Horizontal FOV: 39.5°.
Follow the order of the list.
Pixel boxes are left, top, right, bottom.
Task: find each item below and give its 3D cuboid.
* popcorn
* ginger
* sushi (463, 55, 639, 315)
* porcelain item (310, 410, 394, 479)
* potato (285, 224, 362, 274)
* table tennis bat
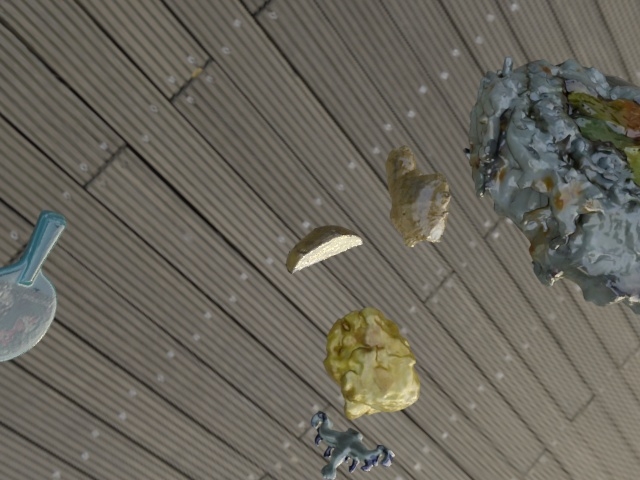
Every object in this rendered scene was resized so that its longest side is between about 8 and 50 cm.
[{"bbox_3d":[0.111,0.256,1.815,0.253,0.190,0.191,61,42,-47],"label":"popcorn"},{"bbox_3d":[0.135,-0.074,1.245,0.067,0.165,0.096,13,142,-39],"label":"ginger"},{"bbox_3d":[0.347,-0.069,1.024,0.417,0.417,0.176,-4,128,-32],"label":"sushi"},{"bbox_3d":[0.026,0.280,1.165,0.075,0.136,0.021,-52,137,-18],"label":"porcelain item"},{"bbox_3d":[0.000,-0.001,0.992,0.093,0.037,0.036,-22,148,-18],"label":"potato"},{"bbox_3d":[-0.351,0.054,1.034,0.124,0.033,0.201,19,104,-49],"label":"table tennis bat"}]
